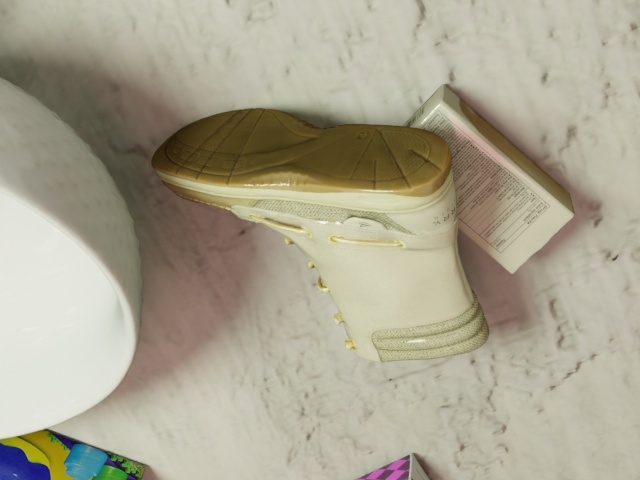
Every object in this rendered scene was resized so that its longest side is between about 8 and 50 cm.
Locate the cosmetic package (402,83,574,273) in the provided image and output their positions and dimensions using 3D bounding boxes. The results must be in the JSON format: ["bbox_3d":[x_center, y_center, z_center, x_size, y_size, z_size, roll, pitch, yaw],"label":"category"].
[{"bbox_3d":[0.102,-0.040,0.748,0.115,0.041,0.060,40,113,-11],"label":"cosmetic package"}]

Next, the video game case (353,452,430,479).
[{"bbox_3d":[0.027,0.298,0.908,0.232,0.042,0.210,-29,107,19],"label":"video game case"}]

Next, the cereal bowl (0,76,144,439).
[{"bbox_3d":[-0.276,-0.008,0.729,0.338,0.141,0.339,0,142,0],"label":"cereal bowl"}]

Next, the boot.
[{"bbox_3d":[0.000,0.000,0.755,0.213,0.077,0.165,8,138,30],"label":"boot"}]

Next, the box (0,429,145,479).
[{"bbox_3d":[-0.312,0.253,0.806,0.290,0.279,0.177,20,115,-2],"label":"box"}]
